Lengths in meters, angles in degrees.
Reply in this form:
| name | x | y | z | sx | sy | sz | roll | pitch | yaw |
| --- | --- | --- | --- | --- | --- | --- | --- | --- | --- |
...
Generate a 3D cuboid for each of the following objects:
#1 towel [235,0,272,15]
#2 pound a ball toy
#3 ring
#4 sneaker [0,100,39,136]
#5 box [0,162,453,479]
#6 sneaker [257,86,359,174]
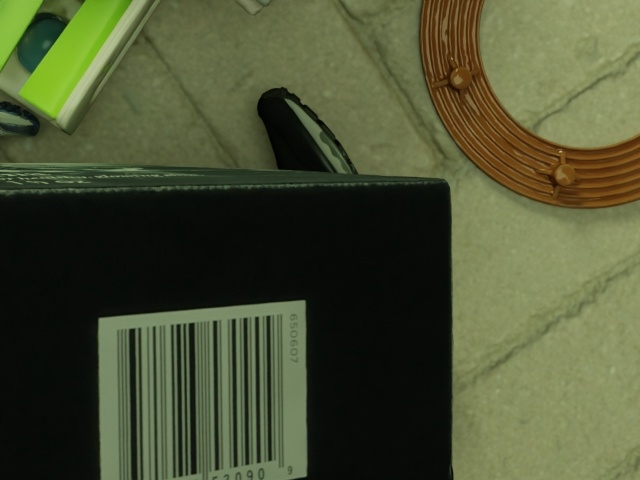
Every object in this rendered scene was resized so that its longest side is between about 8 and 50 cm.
| name | x | y | z | sx | sy | sz | roll | pitch | yaw |
| --- | --- | --- | --- | --- | --- | --- | --- | --- | --- |
| towel | -0.078 | -0.400 | 1.281 | 0.317 | 0.053 | 0.332 | 38 | 75 | -6 |
| pound a ball toy | -0.217 | -0.280 | 1.348 | 0.208 | 0.136 | 0.319 | 33 | 87 | -5 |
| ring | 0.260 | -0.197 | 1.484 | 0.336 | 0.032 | 0.336 | -1 | 94 | -9 |
| sneaker | -0.320 | -0.098 | 1.390 | 0.135 | 0.052 | 0.058 | 4 | 104 | -2 |
| box | -0.233 | 0.093 | 1.113 | 0.480 | 0.472 | 0.297 | -3 | 94 | -42 |
| sneaker | 0.000 | 0.000 | 1.421 | 0.124 | 0.107 | 0.283 | -32 | 99 | 0 |
